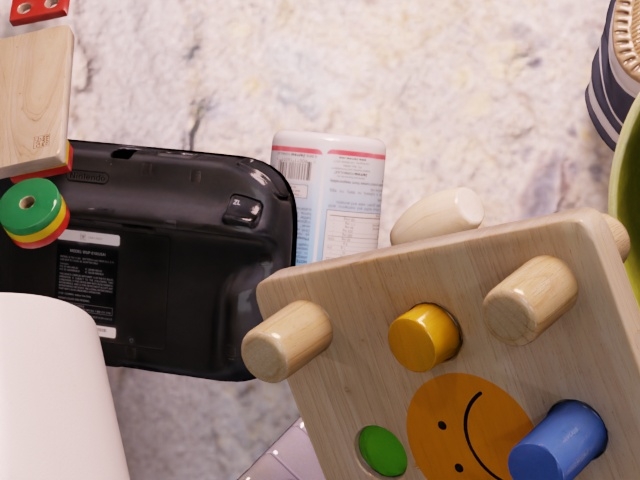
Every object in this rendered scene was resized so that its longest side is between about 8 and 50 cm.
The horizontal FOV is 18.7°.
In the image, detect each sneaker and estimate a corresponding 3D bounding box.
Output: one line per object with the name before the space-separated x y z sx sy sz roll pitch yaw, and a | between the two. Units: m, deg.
sneaker | 0.261 -0.189 1.413 0.099 0.153 0.282 15 63 9

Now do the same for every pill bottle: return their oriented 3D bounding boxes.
pill bottle | 0.000 0.000 1.445 0.087 0.087 0.160 6 92 7

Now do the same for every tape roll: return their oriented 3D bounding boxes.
tape roll | -0.259 0.160 1.349 0.246 0.246 0.169 -18 69 8

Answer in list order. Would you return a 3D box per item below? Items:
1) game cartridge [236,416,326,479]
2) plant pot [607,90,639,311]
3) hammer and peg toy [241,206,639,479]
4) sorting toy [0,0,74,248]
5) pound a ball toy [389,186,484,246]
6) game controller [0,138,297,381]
game cartridge | 0.119 0.241 1.374 0.355 0.230 0.068 43 128 5
plant pot | 0.334 -0.033 1.269 0.275 0.293 0.274 1 96 11
hammer and peg toy | 0.124 0.165 1.179 0.266 0.127 0.361 -13 103 39
sorting toy | -0.243 -0.092 1.440 0.132 0.046 0.274 -12 50 11
pound a ball toy | 0.156 0.106 1.360 0.319 0.208 0.136 46 131 2
game controller | -0.166 0.010 1.450 0.319 0.067 0.166 7 106 25
